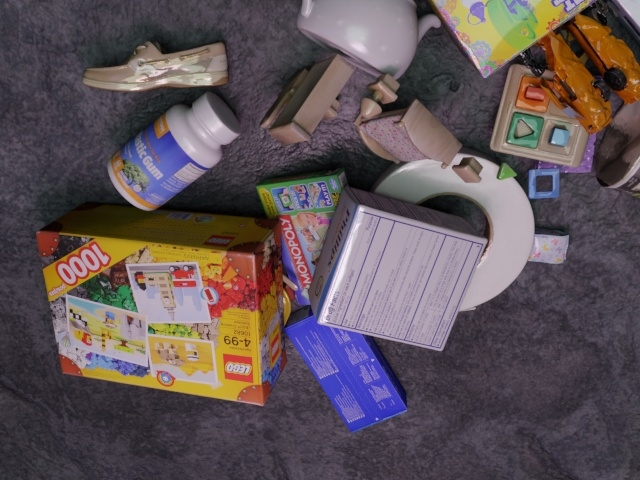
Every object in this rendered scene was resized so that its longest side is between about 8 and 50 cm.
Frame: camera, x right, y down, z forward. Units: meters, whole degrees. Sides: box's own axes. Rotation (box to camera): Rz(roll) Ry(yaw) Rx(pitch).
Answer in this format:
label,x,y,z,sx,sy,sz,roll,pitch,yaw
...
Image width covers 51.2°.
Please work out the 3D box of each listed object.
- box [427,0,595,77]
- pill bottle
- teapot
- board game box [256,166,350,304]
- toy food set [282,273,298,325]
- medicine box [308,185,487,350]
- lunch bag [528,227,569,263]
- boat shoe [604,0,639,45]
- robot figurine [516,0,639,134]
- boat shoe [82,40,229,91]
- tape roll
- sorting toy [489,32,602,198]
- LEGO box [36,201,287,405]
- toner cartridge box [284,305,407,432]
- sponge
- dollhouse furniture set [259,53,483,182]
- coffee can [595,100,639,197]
label,x,y,z,sx,sy,sz,roll,pitch,yaw
box,0.318,-0.435,1.063,0.290,0.279,0.177,-34,108,16
pill bottle,-0.309,-0.196,1.435,0.272,0.152,0.152,-34,107,17
teapot,0.087,-0.435,1.263,0.253,0.256,0.187,30,100,6
board game box,0.000,0.000,1.516,0.214,0.046,0.317,-6,115,30
toy food set,-0.119,0.142,1.609,0.128,0.071,0.217,31,120,9
medicine box,0.153,0.058,1.396,0.290,0.149,0.263,15,107,-13
lunch bag,0.517,0.013,1.519,0.083,0.053,0.071,6,112,12
boat shoe,0.688,-0.427,1.280,0.156,0.136,0.367,-42,95,16
robot figurine,0.488,-0.358,1.284,0.211,0.085,0.291,-36,88,-5
boat shoe,-0.345,-0.366,1.393,0.303,0.109,0.098,-3,108,0
tape roll,0.281,-0.020,1.512,0.393,0.072,0.391,1,114,3
sorting toy,0.461,-0.254,1.357,0.196,0.047,0.347,12,102,2
LEGO box,-0.343,0.135,1.514,0.501,0.193,0.372,5,114,14
toner cartridge box,0.067,0.306,1.669,0.165,0.075,0.347,-25,109,15
sponge,0.524,-0.247,1.415,0.117,0.031,0.209,0,113,3
dollhouse furniture set,0.086,-0.179,1.343,0.356,0.303,0.173,38,77,-23
coffee can,0.734,-0.160,1.345,0.276,0.201,0.201,18,114,-3
